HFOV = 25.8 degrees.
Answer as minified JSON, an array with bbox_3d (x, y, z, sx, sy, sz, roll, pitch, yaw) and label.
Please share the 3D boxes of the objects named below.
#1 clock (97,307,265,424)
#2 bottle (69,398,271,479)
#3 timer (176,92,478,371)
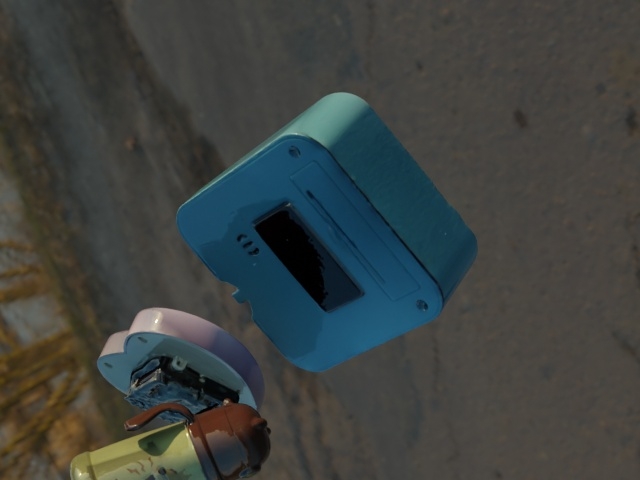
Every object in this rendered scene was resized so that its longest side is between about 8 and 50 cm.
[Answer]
[{"bbox_3d":[-0.139,0.148,1.440,0.172,0.064,0.198,31,149,-16],"label":"clock"},{"bbox_3d":[-0.073,0.112,0.702,0.047,0.101,0.063,-115,5,-46],"label":"bottle"},{"bbox_3d":[0.000,0.000,1.395,0.250,0.091,0.232,-30,104,43],"label":"timer"}]
